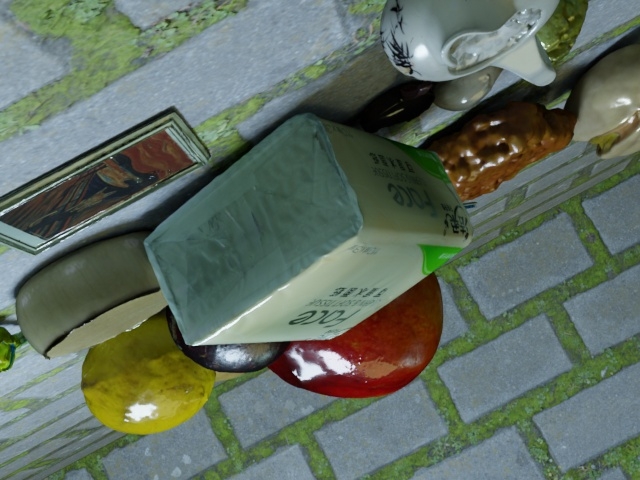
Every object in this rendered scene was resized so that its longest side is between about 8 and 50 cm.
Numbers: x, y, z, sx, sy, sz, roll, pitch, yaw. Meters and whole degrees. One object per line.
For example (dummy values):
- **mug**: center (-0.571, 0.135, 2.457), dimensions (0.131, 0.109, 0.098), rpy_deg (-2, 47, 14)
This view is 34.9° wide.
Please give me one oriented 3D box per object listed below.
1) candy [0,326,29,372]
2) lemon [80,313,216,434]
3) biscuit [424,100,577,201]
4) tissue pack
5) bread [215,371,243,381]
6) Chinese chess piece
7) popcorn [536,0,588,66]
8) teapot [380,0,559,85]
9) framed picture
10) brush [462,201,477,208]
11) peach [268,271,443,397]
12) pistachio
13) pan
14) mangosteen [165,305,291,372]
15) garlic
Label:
- **candy**: center (-0.467, 0.154, 1.613), dimensions (0.077, 0.073, 0.262), rpy_deg (-60, 166, 16)
- **lemon**: center (-0.333, 0.259, 1.967), dimensions (0.288, 0.234, 0.233), rpy_deg (-9, 160, -41)
- **biscuit**: center (0.307, -0.160, 1.885), dimensions (0.318, 0.111, 0.312), rpy_deg (-32, 168, 34)
- **tissue pack**: center (0.000, 0.000, 1.499), dimensions (0.331, 0.205, 0.405), rpy_deg (-34, 161, 24)
- **bread**: center (-0.204, 0.197, 2.173), dimensions (0.251, 0.174, 0.133), rpy_deg (-8, 156, -49)
- **Chinese chess piece**: center (-0.321, 0.082, 1.500), dimensions (0.249, 0.103, 0.250), rpy_deg (-28, 170, -5)
- **popcorn**: center (0.280, -0.279, 1.306), dimensions (0.106, 0.116, 0.121), rpy_deg (18, 157, -3)
- **teapot**: center (0.179, -0.241, 1.097), dimensions (0.208, 0.166, 0.299), rpy_deg (-46, 152, 24)
- **framed picture**: center (-0.267, -0.058, 1.207), dimensions (0.273, 0.016, 0.216), rpy_deg (-28, 169, 1)
- **brush**: center (0.262, -0.065, 1.973), dimensions (0.083, 0.013, 0.016), rpy_deg (-6, -172, -2)
- **peach**: center (0.041, 0.143, 2.012), dimensions (0.388, 0.388, 0.388), rpy_deg (-27, 169, -5)
- **pistachio**: center (0.563, -0.262, 1.889), dimensions (0.187, 0.188, 0.299), rpy_deg (-24, 175, -20)
- **pan**: center (0.114, -0.197, 1.415), dimensions (0.114, 0.040, 0.212), rpy_deg (-25, 176, -10)
- **mangosteen**: center (-0.145, 0.095, 1.739), dimensions (0.231, 0.231, 0.289), rpy_deg (-20, 144, -34)
- **garlic**: center (0.208, -0.221, 1.466), dimensions (0.152, 0.066, 0.084), rpy_deg (-37, 168, 30)
